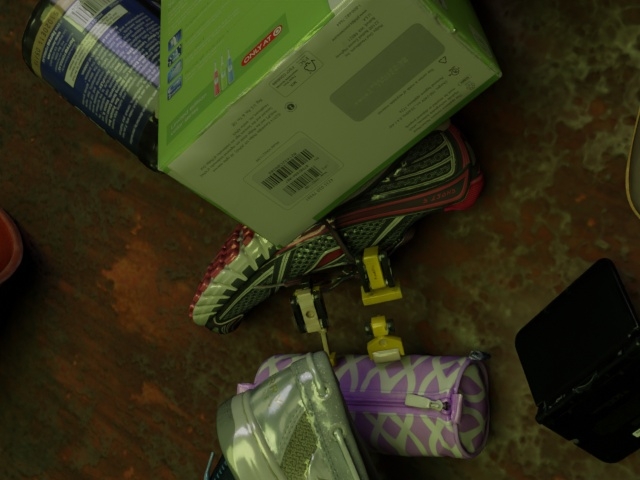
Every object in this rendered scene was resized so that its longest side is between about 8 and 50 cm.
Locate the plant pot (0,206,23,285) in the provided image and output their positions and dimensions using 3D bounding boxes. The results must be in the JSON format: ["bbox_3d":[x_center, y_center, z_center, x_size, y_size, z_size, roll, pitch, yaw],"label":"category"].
[{"bbox_3d":[-0.482,0.087,0.981,0.272,0.272,0.265,36,116,23],"label":"plant pot"}]

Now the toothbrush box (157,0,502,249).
[{"bbox_3d":[-0.011,-0.169,0.700,0.206,0.122,0.283,-38,39,24],"label":"toothbrush box"}]

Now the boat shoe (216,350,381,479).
[{"bbox_3d":[0.047,0.230,0.722,0.103,0.118,0.320,-34,101,7],"label":"boat shoe"}]

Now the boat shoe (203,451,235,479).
[{"bbox_3d":[-0.071,0.280,0.812,0.109,0.089,0.258,20,118,19],"label":"boat shoe"}]

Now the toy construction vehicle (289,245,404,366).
[{"bbox_3d":[0.025,0.053,0.744,0.086,0.035,0.098,-14,115,10],"label":"toy construction vehicle"}]

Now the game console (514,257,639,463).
[{"bbox_3d":[0.215,0.092,0.701,0.107,0.071,0.122,32,135,-4],"label":"game console"}]

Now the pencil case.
[{"bbox_3d":[0.040,0.136,0.779,0.206,0.088,0.086,-5,87,30],"label":"pencil case"}]

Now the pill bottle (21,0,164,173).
[{"bbox_3d":[-0.149,-0.138,0.844,0.219,0.123,0.123,40,110,9],"label":"pill bottle"}]

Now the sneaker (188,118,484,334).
[{"bbox_3d":[0.000,0.000,0.787,0.112,0.121,0.299,44,123,-12],"label":"sneaker"}]

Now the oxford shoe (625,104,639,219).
[{"bbox_3d":[0.277,-0.149,0.584,0.130,0.133,0.363,35,125,27],"label":"oxford shoe"}]
